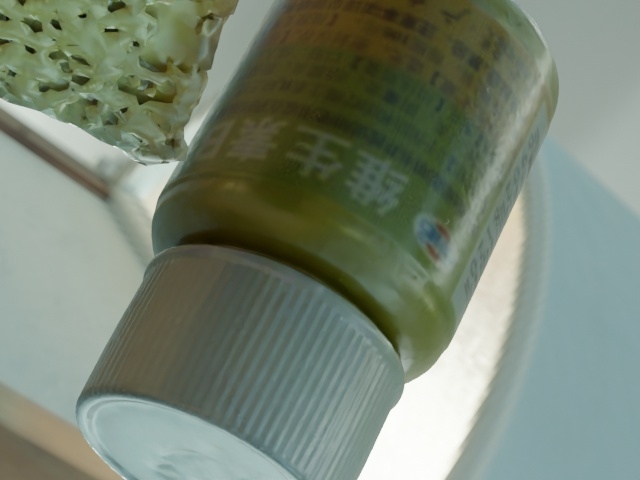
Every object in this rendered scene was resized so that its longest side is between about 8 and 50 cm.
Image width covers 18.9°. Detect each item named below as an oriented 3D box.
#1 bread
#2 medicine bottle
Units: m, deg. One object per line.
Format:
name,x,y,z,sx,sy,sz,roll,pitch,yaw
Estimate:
bread,-0.121,-0.228,0.958,0.315,0.248,0.279,-92,-153,-44
medicine bottle,0.000,0.000,1.324,0.224,0.224,0.384,-5,-132,45
